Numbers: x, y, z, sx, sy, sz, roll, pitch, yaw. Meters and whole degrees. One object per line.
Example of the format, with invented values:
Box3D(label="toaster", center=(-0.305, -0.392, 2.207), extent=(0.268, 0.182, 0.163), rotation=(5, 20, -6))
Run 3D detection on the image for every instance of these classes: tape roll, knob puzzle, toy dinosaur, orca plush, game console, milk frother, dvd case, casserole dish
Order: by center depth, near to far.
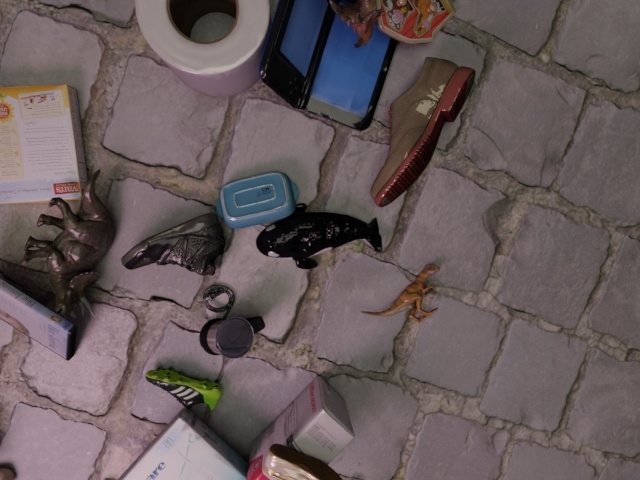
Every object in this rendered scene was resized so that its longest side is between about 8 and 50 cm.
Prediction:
Box3D(label="toy dinosaur", center=(0.033, -0.497, 0.747), extent=(0.295, 0.127, 0.201), rotation=(16, 101, -32))
Box3D(label="tape roll", center=(-0.219, -0.432, 0.835), extent=(0.245, 0.169, 0.247), rotation=(0, 95, -4))
Box3D(label="game console", center=(0.035, -0.415, 0.861), extent=(0.173, 0.250, 0.294), rotation=(19, 94, 21))
Box3D(label="dvd case", center=(-0.630, 0.153, 0.874), extent=(0.253, 0.022, 0.180), rotation=(35, 136, -6))
Box3D(label="knob puzzle", center=(0.194, -0.511, 0.888), extent=(0.213, 0.030, 0.214), rotation=(-2, 94, -23))
Box3D(label="toy dinosaur", center=(-0.521, 0.000, 0.893), extent=(0.160, 0.121, 0.314), rotation=(27, 82, -37))
Box3D(label="milk frother", center=(-0.209, 0.173, 0.909), extent=(0.129, 0.134, 0.143), rotation=(-42, 101, -31))
Box3D(label="casserole dish", center=(-0.143, -0.095, 0.922), extent=(0.188, 0.037, 0.114), rotation=(-13, 77, -2))
Box3D(label="orca plush", center=(0.000, 0.000, 0.925), extent=(0.286, 0.102, 0.151), rotation=(9, 95, -5))
Box3D(label="toy dinosaur", center=(0.208, 0.145, 0.985), extent=(0.211, 0.064, 0.112), rotation=(-40, 79, -9))

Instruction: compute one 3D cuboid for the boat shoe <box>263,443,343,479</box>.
Box3D(label="boat shoe", center=(-0.033, 0.464, 0.816), extent=(0.169, 0.063, 0.059), rotation=(27, 95, 3))

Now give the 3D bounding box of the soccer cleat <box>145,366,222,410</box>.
Box3D(label="soccer cleat", center=(-0.318, 0.345, 0.957), extent=(0.178, 0.060, 0.073), rotation=(19, 95, -9))

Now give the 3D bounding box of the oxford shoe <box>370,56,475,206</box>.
Box3D(label="oxford shoe", center=(0.198, -0.240, 0.931), extent=(0.130, 0.123, 0.348), rotation=(34, 94, 20))

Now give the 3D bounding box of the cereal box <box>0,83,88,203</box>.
Box3D(label="cereal box", center=(-0.603, -0.202, 0.889), extent=(0.172, 0.047, 0.241), rotation=(-4, 96, -4))

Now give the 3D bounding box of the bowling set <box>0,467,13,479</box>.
Box3D(label="bowling set", center=(-0.814, 0.467, 0.868), extent=(0.154, 0.200, 0.287), rotation=(-18, 93, -1))

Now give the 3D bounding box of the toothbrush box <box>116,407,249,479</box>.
Box3D(label="toothbrush box", center=(-0.274, 0.556, 0.911), extent=(0.295, 0.126, 0.216), rotation=(44, 74, -1))

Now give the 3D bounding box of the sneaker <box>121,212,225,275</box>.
Box3D(label="sneaker", center=(-0.314, 0.039, 0.913), extent=(0.227, 0.087, 0.131), rotation=(-23, 90, -7))

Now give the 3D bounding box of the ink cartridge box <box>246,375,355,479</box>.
Box3D(label="ink cartridge box", center=(-0.046, 0.446, 0.929), extent=(0.100, 0.172, 0.237), rotation=(44, 91, -7))
